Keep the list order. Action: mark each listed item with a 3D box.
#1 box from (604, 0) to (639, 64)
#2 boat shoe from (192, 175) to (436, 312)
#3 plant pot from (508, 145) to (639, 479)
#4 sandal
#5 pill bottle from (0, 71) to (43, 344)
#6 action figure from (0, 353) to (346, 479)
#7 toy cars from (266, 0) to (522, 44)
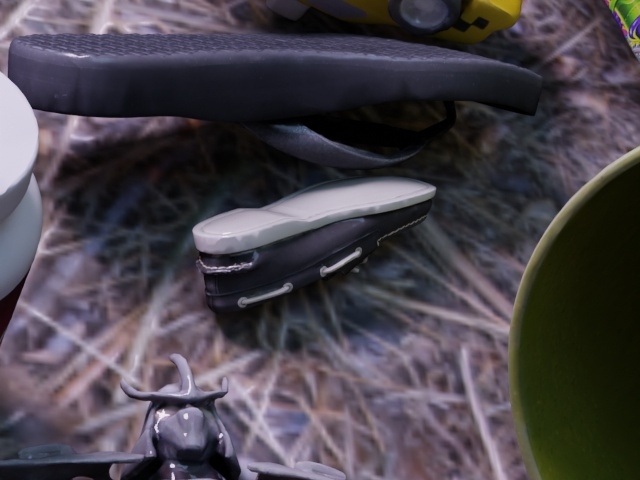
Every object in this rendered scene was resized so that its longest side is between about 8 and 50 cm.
[{"bbox_3d":[0.244,-0.245,0.756,0.177,0.290,0.279,-14,71,-37],"label":"box"},{"bbox_3d":[0.000,0.000,0.719,0.125,0.038,0.046,-19,22,-40],"label":"boat shoe"},{"bbox_3d":[0.266,0.018,0.686,0.275,0.275,0.293,42,44,10],"label":"plant pot"},{"bbox_3d":[-0.018,-0.062,0.742,0.254,0.054,0.097,-3,14,-28],"label":"sandal"},{"bbox_3d":[-0.144,0.007,0.571,0.086,0.152,0.086,12,51,-15],"label":"pill bottle"},{"bbox_3d":[-0.032,0.154,0.550,0.185,0.099,0.285,0,50,-14],"label":"action figure"},{"bbox_3d":[0.083,-0.176,0.865,0.394,0.087,0.176,-16,71,-37],"label":"toy cars"}]
